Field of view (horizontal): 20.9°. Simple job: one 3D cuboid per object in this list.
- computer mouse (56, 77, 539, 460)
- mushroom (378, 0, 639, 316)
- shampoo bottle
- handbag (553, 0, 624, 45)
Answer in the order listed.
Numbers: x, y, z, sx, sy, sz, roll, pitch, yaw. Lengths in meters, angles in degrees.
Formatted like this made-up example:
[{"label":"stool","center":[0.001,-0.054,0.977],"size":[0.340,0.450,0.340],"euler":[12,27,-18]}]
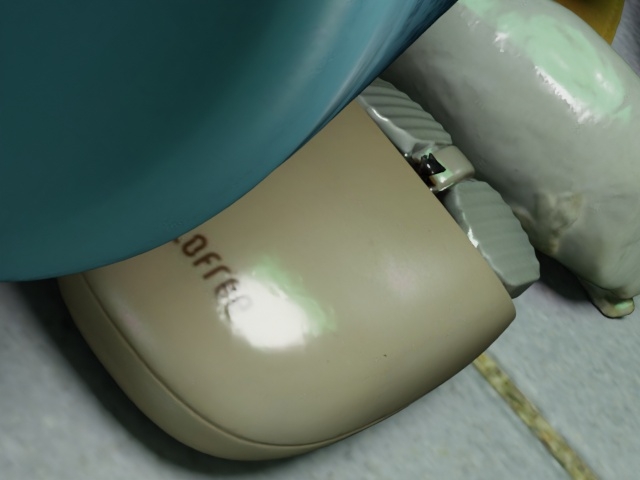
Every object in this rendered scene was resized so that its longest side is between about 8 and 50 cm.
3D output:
[{"label":"computer mouse","center":[0.000,0.000,0.678],"size":[0.145,0.082,0.236],"euler":[52,36,13]},{"label":"mushroom","center":[0.048,-0.103,0.825],"size":[0.351,0.097,0.109],"euler":[41,-7,-7]},{"label":"shampoo bottle","center":[-0.065,-0.197,0.549],"size":[0.331,0.331,0.343],"euler":[43,36,-2]},{"label":"handbag","center":[0.088,-0.276,1.032],"size":[0.283,0.133,0.401],"euler":[31,35,-10]}]
